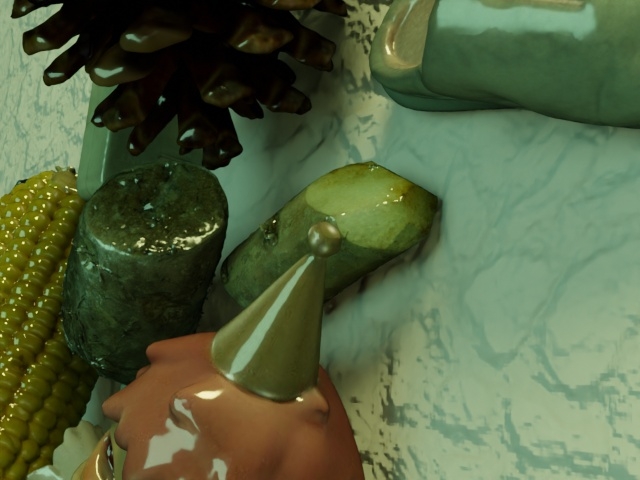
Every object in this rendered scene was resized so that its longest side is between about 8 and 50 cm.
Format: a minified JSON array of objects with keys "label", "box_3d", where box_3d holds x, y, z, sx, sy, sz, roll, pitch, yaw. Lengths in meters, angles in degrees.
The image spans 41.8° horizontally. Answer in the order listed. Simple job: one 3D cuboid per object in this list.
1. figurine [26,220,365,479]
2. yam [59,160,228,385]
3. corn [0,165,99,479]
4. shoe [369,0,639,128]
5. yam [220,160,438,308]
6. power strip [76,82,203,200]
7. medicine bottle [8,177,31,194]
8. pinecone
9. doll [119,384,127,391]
[{"label":"figurine","box_3d":[-0.081,0.156,0.492,0.207,0.166,0.387,51,123,24]},{"label":"yam","box_3d":[-0.125,0.025,0.586,0.183,0.107,0.107,117,144,-47]},{"label":"corn","box_3d":[-0.248,0.112,0.672,0.144,0.144,0.387,-26,43,43]},{"label":"shoe","box_3d":[0.098,-0.112,0.415,0.251,0.100,0.103,10,85,53]},{"label":"yam","box_3d":[0.000,0.000,0.519,0.146,0.069,0.070,-37,52,38]},{"label":"power strip","box_3d":[-0.144,-0.114,0.704,0.053,0.093,0.288,-7,74,46]},{"label":"medicine bottle","box_3d":[-0.284,0.075,0.822,0.124,0.079,0.258,-28,59,42]},{"label":"pinecone","box_3d":[-0.093,-0.175,0.553,0.264,0.264,0.264,-18,65,46]},{"label":"doll","box_3d":[-0.132,0.141,0.647,0.083,0.050,0.076,55,139,41]}]
